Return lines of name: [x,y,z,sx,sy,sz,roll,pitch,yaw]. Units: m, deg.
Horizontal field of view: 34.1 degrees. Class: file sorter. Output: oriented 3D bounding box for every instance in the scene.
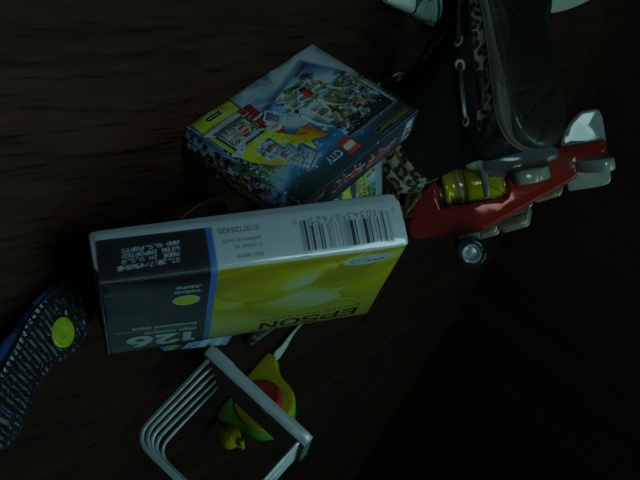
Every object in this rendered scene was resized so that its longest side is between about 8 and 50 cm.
file sorter: [-0.143,0.305,1.562,0.173,0.193,0.278,-46,171,-13]

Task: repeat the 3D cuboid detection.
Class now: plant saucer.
plant saucer: [-0.172,0.014,1.239,0.168,0.029,0.168,-48,163,-20]

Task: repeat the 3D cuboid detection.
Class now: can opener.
can opener: [-0.055,0.120,1.743,0.186,0.073,0.059,-31,161,-36]

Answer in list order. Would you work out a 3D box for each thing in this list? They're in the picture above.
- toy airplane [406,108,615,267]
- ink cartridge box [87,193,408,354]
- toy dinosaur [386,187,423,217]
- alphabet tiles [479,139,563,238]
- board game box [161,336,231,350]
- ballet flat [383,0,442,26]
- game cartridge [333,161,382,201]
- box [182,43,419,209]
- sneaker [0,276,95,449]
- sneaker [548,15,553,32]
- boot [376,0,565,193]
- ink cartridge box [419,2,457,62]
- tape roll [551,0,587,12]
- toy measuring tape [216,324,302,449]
toy airplane: [0.366,-0.154,2.006,0.384,0.272,0.386,-35,-174,-35]
ink cartridge box: [-0.086,0.056,1.125,0.303,0.072,0.307,-9,157,-12]
toy dinosaur: [0.172,-0.087,1.963,0.112,0.064,0.211,-44,161,-38]
alphabet tiles: [0.397,-0.117,2.222,0.278,0.021,0.284,-18,-143,35]
board game box: [-0.140,0.074,1.435,0.160,0.039,0.211,-57,165,7]
ballet flat: [0.106,-0.336,1.278,0.079,0.077,0.221,-32,153,-12]
game cartridge: [0.009,-0.056,1.436,0.196,0.060,0.294,-45,146,-33]
box: [-0.019,-0.122,1.169,0.233,0.159,0.044,-41,158,-40]
sneaker: [-0.303,0.116,1.032,0.069,0.082,0.209,57,45,-34]
sneaker: [0.310,-0.313,1.608,0.276,0.097,0.135,-15,139,-60]
boot: [0.186,-0.263,1.440,0.138,0.377,0.284,4,162,-35]
ink cartridge box: [0.206,-0.281,1.668,0.209,0.062,0.109,-58,162,8]
tape roll: [0.428,-0.520,1.590,0.392,0.072,0.392,-29,154,-16]
toy measuring tape: [-0.061,0.257,1.895,0.330,0.121,0.121,-48,163,-22]
